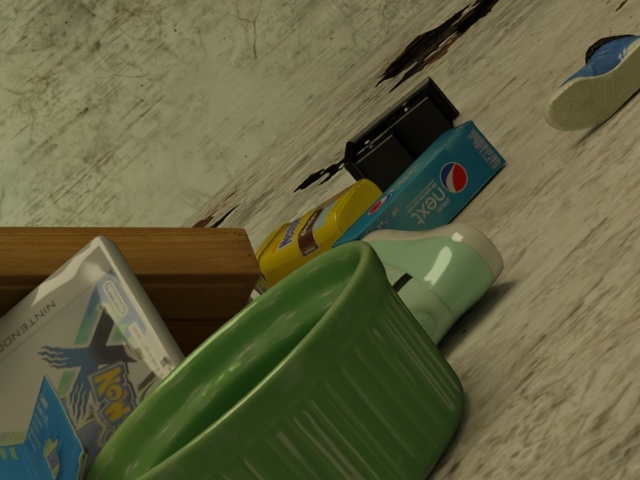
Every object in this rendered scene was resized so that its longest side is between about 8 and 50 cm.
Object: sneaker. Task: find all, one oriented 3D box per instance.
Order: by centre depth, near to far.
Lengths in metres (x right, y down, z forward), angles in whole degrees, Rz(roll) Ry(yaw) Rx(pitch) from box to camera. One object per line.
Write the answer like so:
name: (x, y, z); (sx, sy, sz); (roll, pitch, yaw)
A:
sneaker: (0.051, 0.066, 1.567); (0.151, 0.094, 0.256); (-46, 11, -25)
sneaker: (0.296, -0.170, 1.780); (0.152, 0.058, 0.084); (-37, 15, -4)

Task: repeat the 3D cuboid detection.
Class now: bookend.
bookend: (0.114, -0.141, 2.321); (0.156, 0.072, 0.157); (-38, 10, 12)

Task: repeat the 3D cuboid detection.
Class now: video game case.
video game case: (-0.245, 0.203, 1.584); (0.300, 0.329, 0.036); (-40, -31, 7)

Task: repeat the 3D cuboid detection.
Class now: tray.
tray: (-0.288, 0.078, 1.757); (0.202, 0.411, 0.076); (-63, 36, 42)

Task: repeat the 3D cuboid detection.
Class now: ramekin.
ramekin: (-0.030, 0.154, 1.326); (0.303, 0.148, 0.303); (-40, 9, 8)

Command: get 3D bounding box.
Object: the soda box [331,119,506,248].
soda box: (0.113, -0.042, 1.894); (0.210, 0.067, 0.071); (-45, 10, -23)

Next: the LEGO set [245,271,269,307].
LEGO set: (-0.090, 0.097, 1.935); (0.132, 0.107, 0.287); (-44, 10, -20)

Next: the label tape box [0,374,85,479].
label tape box: (-0.323, 0.292, 1.421); (0.347, 0.115, 0.249); (-69, 20, 5)

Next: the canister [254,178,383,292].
canister: (0.000, 0.000, 2.131); (0.170, 0.073, 0.126); (-31, 14, 38)
